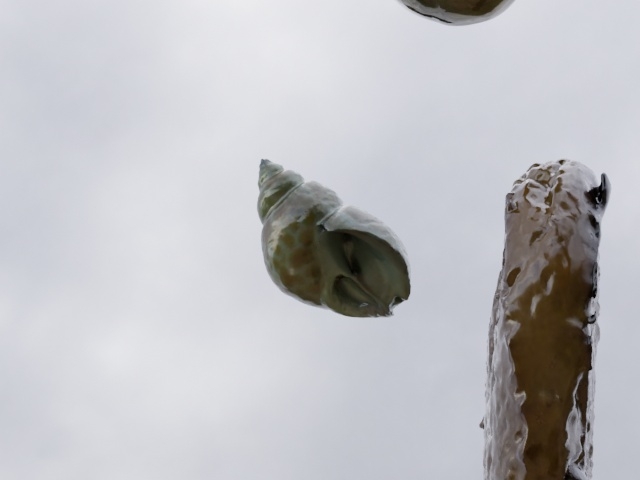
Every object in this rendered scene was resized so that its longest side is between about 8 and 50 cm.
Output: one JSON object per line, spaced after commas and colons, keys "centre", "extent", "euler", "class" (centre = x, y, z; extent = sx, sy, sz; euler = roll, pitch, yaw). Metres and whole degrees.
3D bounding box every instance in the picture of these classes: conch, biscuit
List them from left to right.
{"centre": [0.010, 0.009, 1.588], "extent": [0.173, 0.106, 0.116], "euler": [12, -43, 16], "class": "conch"}
{"centre": [0.139, 0.093, 1.053], "extent": [0.075, 0.296, 0.296], "euler": [3, -48, 11], "class": "biscuit"}

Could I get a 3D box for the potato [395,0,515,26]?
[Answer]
{"centre": [0.080, -0.285, 1.175], "extent": [0.141, 0.296, 0.192], "euler": [-15, -38, -8], "class": "potato"}
